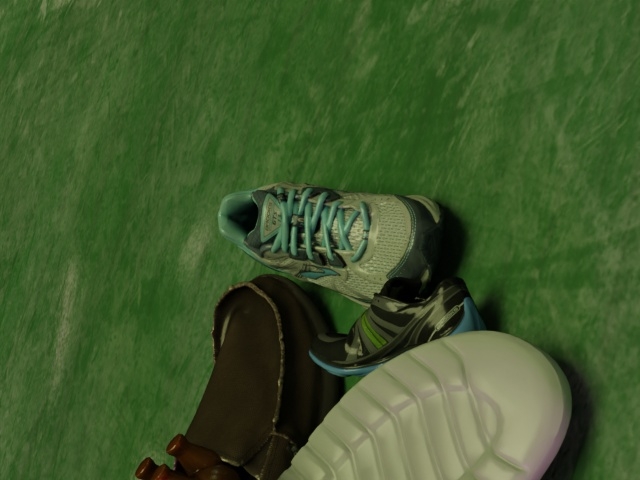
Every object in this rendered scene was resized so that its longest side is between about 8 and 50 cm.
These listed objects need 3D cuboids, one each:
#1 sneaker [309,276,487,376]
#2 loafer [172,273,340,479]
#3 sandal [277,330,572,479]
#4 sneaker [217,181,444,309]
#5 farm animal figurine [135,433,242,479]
[{"bbox_3d":[0.064,0.072,1.269,0.188,0.067,0.078,-20,79,47],"label":"sneaker"},{"bbox_3d":[-0.063,0.185,1.367,0.134,0.130,0.365,-41,44,41],"label":"loafer"},{"bbox_3d":[0.044,0.226,1.198,0.416,0.102,0.169,-45,54,19],"label":"sandal"},{"bbox_3d":[0.000,0.000,1.360,0.283,0.122,0.110,3,78,58],"label":"sneaker"},{"bbox_3d":[-0.107,0.318,1.090,0.327,0.172,0.330,-47,14,12],"label":"farm animal figurine"}]
